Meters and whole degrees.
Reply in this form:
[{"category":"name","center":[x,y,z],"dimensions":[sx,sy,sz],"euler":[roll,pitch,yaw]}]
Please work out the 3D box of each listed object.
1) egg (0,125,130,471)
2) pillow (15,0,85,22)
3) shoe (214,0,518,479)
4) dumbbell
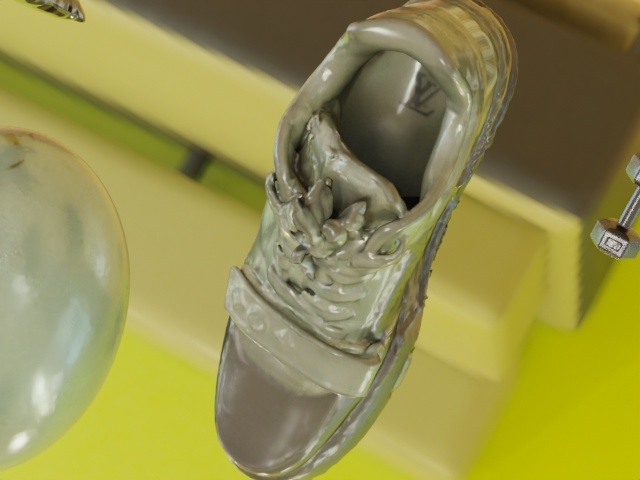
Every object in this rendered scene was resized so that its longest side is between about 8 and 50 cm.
[{"category":"egg","center":[-0.245,0.046,1.403],"dimensions":[0.203,0.203,0.283],"euler":[25,123,17]},{"category":"pillow","center":[-0.236,-0.200,1.223],"dimensions":[0.113,0.038,0.203],"euler":[46,-168,25]},{"category":"shoe","center":[0.002,0.001,0.994],"dimensions":[0.109,0.293,0.149],"euler":[28,-170,17]},{"category":"dumbbell","center":[0.240,-0.026,1.452],"dimensions":[0.040,0.083,0.036],"euler":[3,-150,-47]}]
